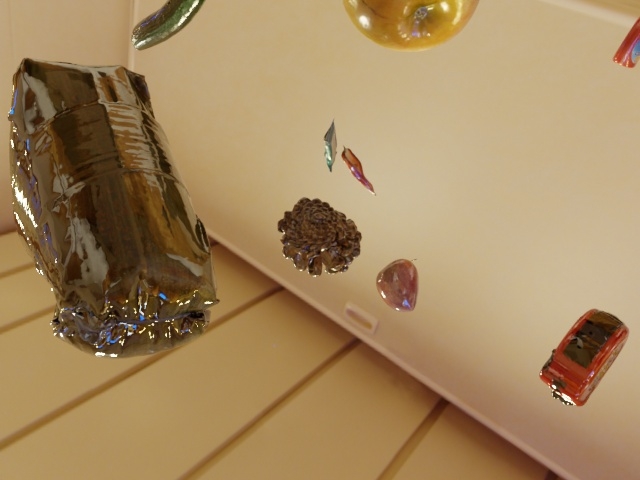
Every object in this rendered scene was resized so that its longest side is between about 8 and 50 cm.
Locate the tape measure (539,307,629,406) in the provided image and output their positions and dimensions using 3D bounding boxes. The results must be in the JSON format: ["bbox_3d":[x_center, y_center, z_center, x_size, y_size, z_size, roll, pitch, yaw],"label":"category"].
[{"bbox_3d":[0.665,0.296,1.366,0.114,0.260,0.253,35,-178,34],"label":"tape measure"}]

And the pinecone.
[{"bbox_3d":[0.001,-0.003,1.190,0.195,0.150,0.179,14,-149,-47],"label":"pinecone"}]

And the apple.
[{"bbox_3d":[0.177,-0.502,1.030,0.285,0.286,0.233,2,-121,-21],"label":"apple"}]

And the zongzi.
[{"bbox_3d":[-0.213,0.026,0.512,0.138,0.300,0.286,-3,-129,-37],"label":"zongzi"}]

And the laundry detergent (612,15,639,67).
[{"bbox_3d":[0.775,-0.500,1.293,0.097,0.165,0.049,-11,-135,-40],"label":"laundry detergent"}]

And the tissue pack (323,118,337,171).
[{"bbox_3d":[0.027,-0.263,1.498,0.027,0.138,0.085,11,-122,10],"label":"tissue pack"}]

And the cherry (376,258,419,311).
[{"bbox_3d":[0.174,0.095,1.204,0.086,0.106,0.126,17,-154,-13],"label":"cherry"}]

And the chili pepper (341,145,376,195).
[{"bbox_3d":[0.108,-0.199,1.555,0.178,0.027,0.045,51,-137,-18],"label":"chili pepper"}]

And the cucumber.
[{"bbox_3d":[-0.262,-0.377,0.920,0.056,0.056,0.284,-15,-175,-40],"label":"cucumber"}]
